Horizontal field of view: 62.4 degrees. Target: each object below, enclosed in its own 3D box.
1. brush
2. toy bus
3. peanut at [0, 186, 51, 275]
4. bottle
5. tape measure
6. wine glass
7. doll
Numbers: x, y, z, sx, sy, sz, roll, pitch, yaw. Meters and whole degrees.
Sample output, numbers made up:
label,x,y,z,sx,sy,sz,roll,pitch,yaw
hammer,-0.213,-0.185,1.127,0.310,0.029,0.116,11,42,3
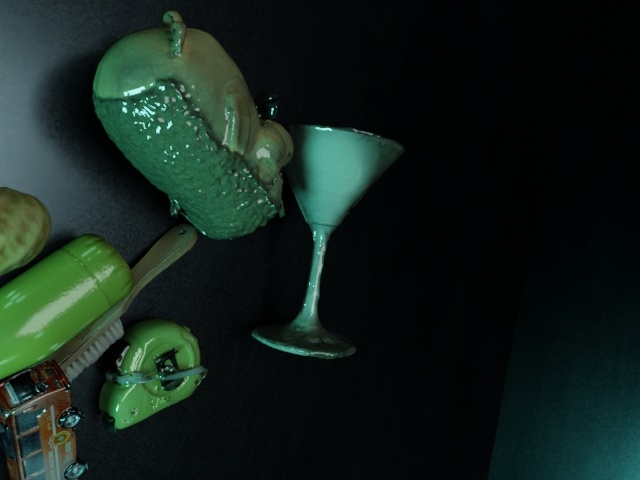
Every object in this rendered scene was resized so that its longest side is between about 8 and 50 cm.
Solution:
label,x,y,z,sx,sy,sz,roll,pitch,yaw
brush,-0.307,0.095,0.828,0.327,0.070,0.065,-51,145,-33
toy bus,-0.375,0.272,0.712,0.096,0.073,0.234,-21,131,-42
peanut,-0.459,0.022,0.608,0.290,0.130,0.130,-42,123,-37
bottle,-0.383,0.102,0.705,0.260,0.112,0.112,-43,123,-33
tape measure,-0.267,0.205,0.858,0.177,0.087,0.154,-16,104,-47
wine glass,0.000,0.000,1.015,0.267,0.267,0.406,4,96,-47
doll,-0.173,-0.160,0.809,0.247,0.247,0.349,-50,132,-31
